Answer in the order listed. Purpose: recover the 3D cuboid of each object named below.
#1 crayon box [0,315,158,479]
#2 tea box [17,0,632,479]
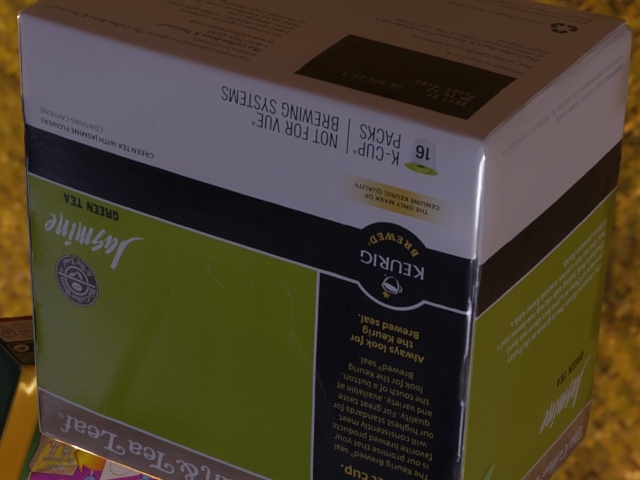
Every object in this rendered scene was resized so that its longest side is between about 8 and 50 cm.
[{"bbox_3d":[-0.253,0.233,2.196,0.106,0.363,0.313,40,119,37],"label":"crayon box"},{"bbox_3d":[0.000,0.000,1.283,0.329,0.220,0.323,18,122,25],"label":"tea box"}]
